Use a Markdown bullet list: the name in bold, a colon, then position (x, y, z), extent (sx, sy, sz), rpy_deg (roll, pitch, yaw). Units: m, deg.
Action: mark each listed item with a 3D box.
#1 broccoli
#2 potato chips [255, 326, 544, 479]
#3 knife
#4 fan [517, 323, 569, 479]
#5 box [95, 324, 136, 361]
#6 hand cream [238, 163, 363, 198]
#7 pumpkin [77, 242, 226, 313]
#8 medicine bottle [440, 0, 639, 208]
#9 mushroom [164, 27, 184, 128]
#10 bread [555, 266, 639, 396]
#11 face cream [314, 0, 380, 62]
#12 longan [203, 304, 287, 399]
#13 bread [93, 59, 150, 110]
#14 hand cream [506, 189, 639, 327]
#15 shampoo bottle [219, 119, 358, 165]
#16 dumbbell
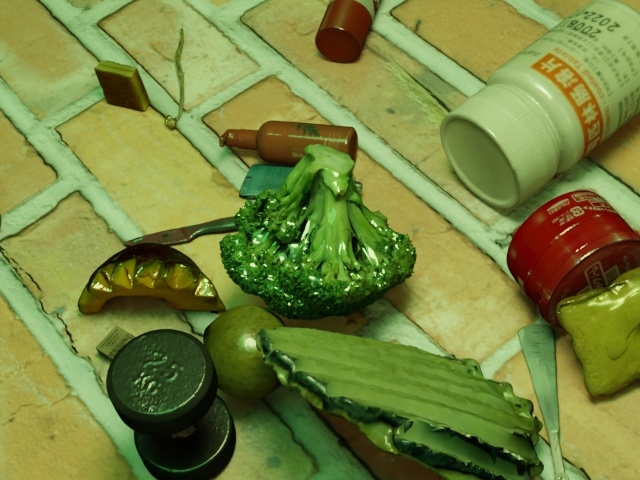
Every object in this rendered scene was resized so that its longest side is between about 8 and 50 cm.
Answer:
- **broccoli**: position (0.000, 0.000, 1.734), extent (0.307, 0.275, 0.308), rpy_deg (8, 33, -5)
- **potato chips**: position (0.115, 0.216, 1.549), extent (0.429, 0.070, 0.358), rpy_deg (17, 17, -15)
- **knife**: position (-0.226, -0.012, 1.959), extent (0.247, 0.018, 0.035), rpy_deg (-11, 54, 4)
- **fan**: position (0.333, 0.242, 1.656), extent (0.057, 0.023, 0.282), rpy_deg (-3, 50, 5)
- **box**: position (-0.317, 0.179, 1.815), extent (0.083, 0.024, 0.053), rpy_deg (24, 60, 28)
- **hand cream**: position (-0.032, -0.100, 1.981), extent (0.224, 0.048, 0.083), rpy_deg (6, 52, 22)
- **pumpkin**: position (-0.283, 0.038, 1.854), extent (0.254, 0.130, 0.149), rpy_deg (-1, 52, 11)
- **medicine bottle**: position (0.398, -0.234, 1.899), extent (0.371, 0.211, 0.211), rpy_deg (-38, 55, -19)
- **mushroom**: position (-0.280, -0.324, 2.212), extent (0.026, 0.028, 0.286), rpy_deg (-36, 38, 37)
- **bread**: position (0.473, 0.121, 1.658), extent (0.233, 0.161, 0.088), rpy_deg (-19, 13, 1)
- **face cream**: position (0.063, -0.457, 2.208), extent (0.095, 0.096, 0.214), rpy_deg (9, 54, 16)
- **longan**: position (-0.097, 0.174, 1.702), extent (0.176, 0.145, 0.155), rpy_deg (18, 35, -2)
- **bread**: position (-0.382, -0.299, 2.161), extent (0.090, 0.094, 0.035), rpy_deg (15, 55, 23)
- **hand cream**: position (0.391, 0.028, 1.707), extent (0.193, 0.193, 0.125), rpy_deg (-24, 50, -10)
- **shampoo bottle**: position (-0.057, -0.174, 2.013), extent (0.244, 0.085, 0.085), rpy_deg (6, 53, 13)
- **dumbbell**: position (-0.212, 0.245, 1.621), extent (0.152, 0.218, 0.152), rpy_deg (-4, 52, 5)
